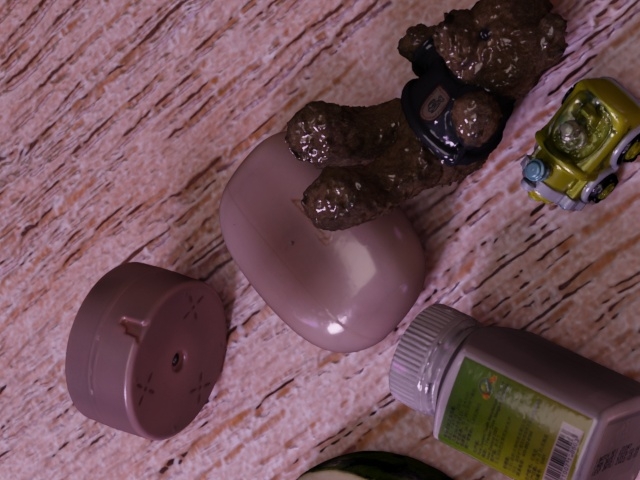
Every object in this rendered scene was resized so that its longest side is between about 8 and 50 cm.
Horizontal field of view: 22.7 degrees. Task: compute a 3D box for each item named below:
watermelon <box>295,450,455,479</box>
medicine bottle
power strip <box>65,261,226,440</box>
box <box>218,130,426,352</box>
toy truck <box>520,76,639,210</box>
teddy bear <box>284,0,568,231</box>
[{"bbox_3d":[0.064,0.244,1.355,0.245,0.063,0.119,21,117,29],"label":"watermelon"},{"bbox_3d":[0.154,0.124,1.241,0.188,0.132,0.088,25,106,30],"label":"medicine bottle"},{"bbox_3d":[-0.155,0.100,1.430,0.078,0.154,0.154,15,100,28],"label":"power strip"},{"bbox_3d":[0.000,0.000,1.359,0.146,0.088,0.200,-49,67,23],"label":"box"},{"bbox_3d":[0.197,-0.072,1.236,0.076,0.077,0.111,46,115,23],"label":"toy truck"},{"bbox_3d":[0.094,-0.105,1.274,0.251,0.129,0.182,-38,44,13],"label":"teddy bear"}]
